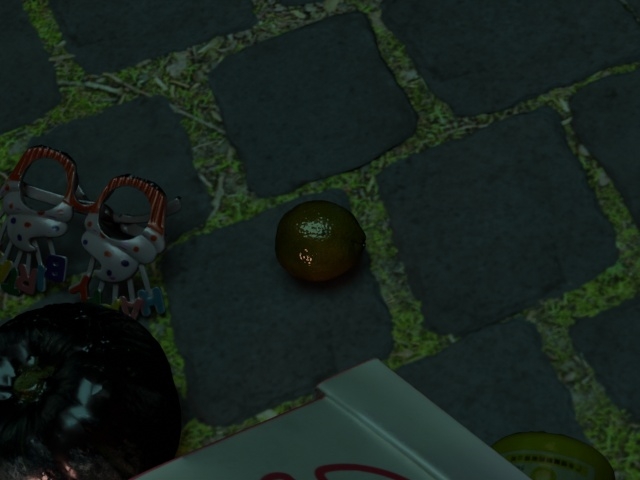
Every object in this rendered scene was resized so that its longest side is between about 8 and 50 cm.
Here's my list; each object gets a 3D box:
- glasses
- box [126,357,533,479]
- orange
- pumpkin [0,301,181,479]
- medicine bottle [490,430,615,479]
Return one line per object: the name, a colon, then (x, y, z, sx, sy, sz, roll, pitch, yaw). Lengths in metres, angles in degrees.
glasses: (-0.258, -0.002, 1.945, 0.255, 0.095, 0.162, 18, 87, 22)
box: (0.019, 0.332, 1.412, 0.300, 0.314, 0.312, -19, 45, -42)
orange: (0.000, 0.000, 1.873, 0.095, 0.085, 0.085, 2, 54, 16)
pumpkin: (-0.245, 0.168, 1.744, 0.233, 0.163, 0.233, -13, 51, 16)
medicine bottle: (0.187, 0.285, 1.591, 0.122, 0.122, 0.212, 5, 55, 15)
